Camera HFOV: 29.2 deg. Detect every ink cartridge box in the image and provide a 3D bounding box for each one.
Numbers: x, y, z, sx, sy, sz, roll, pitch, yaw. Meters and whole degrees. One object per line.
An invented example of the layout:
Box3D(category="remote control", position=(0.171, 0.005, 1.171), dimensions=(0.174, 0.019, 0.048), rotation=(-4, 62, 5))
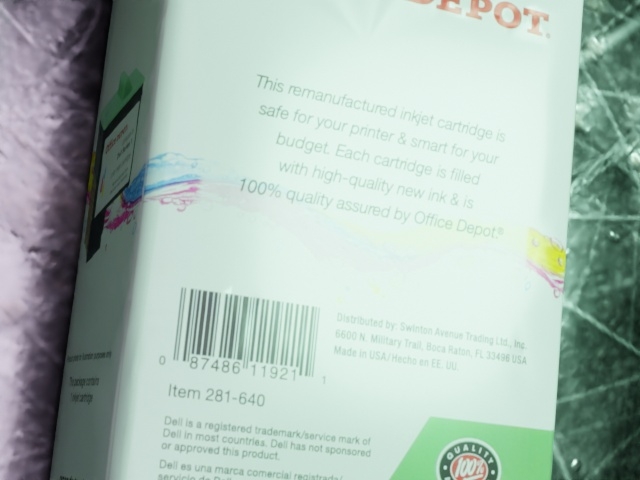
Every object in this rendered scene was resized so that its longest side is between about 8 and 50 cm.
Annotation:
Box3D(category="ink cartridge box", position=(0.000, 0.000, 0.563), dimensions=(0.201, 0.117, 0.278), rotation=(10, 80, -23))
